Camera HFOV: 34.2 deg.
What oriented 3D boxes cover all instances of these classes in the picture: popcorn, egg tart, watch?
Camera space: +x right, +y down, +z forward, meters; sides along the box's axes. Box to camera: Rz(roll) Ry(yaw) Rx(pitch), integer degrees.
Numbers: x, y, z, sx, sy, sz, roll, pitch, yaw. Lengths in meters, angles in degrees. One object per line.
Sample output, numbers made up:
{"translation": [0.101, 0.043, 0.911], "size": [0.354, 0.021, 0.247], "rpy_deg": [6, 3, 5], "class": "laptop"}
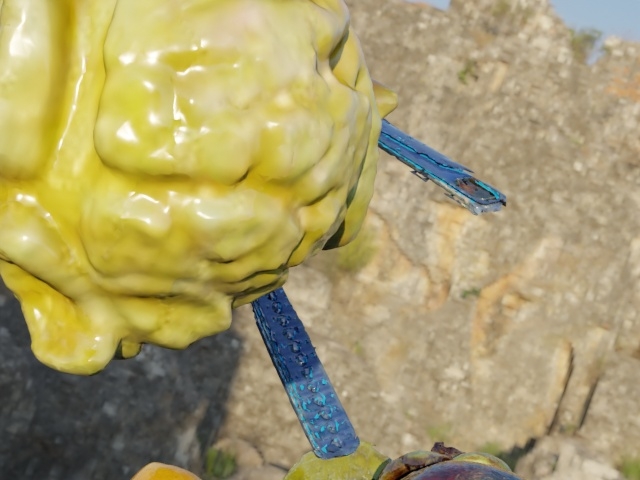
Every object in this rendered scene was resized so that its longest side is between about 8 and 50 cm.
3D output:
{"translation": [-0.062, -0.051, 0.436], "size": [0.186, 0.167, 0.187], "rpy_deg": [-11, 19, 7], "class": "popcorn"}
{"translation": [0.037, 0.369, 1.389], "size": [0.197, 0.197, 0.078], "rpy_deg": [21, 11, -5], "class": "egg tart"}
{"translation": [-0.010, 0.006, 0.941], "size": [0.274, 0.276, 0.068], "rpy_deg": [37, 16, 25], "class": "watch"}

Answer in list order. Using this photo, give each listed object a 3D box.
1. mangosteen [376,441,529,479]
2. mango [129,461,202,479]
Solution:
{"translation": [0.162, 0.383, 1.195], "size": [0.311, 0.311, 0.311], "rpy_deg": [21, -1, 1], "class": "mangosteen"}
{"translation": [-0.111, 0.298, 0.807], "size": [0.126, 0.252, 0.154], "rpy_deg": [1, -19, -43], "class": "mango"}
